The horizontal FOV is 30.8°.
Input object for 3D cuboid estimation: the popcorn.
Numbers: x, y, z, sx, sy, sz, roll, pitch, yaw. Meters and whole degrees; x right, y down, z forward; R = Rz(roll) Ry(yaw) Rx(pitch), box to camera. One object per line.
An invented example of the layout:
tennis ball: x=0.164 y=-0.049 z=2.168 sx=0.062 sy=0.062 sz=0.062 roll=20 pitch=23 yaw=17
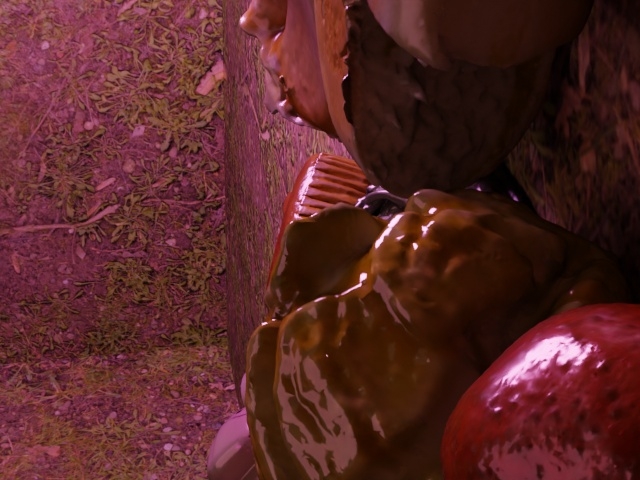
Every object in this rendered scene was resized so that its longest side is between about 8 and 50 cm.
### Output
popcorn: x=0.087 y=0.097 z=0.739 sx=0.225 sy=0.276 sz=0.276 roll=58 pitch=157 yaw=30

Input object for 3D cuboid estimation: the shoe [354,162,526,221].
shoe: x=0.071 y=-0.028 z=0.963 sx=0.293 sy=0.149 sz=0.109 roll=-116 pitch=22 yaw=-62

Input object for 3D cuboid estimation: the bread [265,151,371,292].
bread: x=0.000 y=-0.001 z=1.324 sx=0.199 sy=0.104 sz=0.199 roll=17 pitch=-90 yaw=-89

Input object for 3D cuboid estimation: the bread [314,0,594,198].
bread: x=0.086 y=-0.200 z=0.763 sx=0.333 sy=0.160 sz=0.333 roll=177 pitch=90 yaw=-79

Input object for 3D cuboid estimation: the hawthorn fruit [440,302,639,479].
hawthorn fruit: x=0.151 y=0.110 z=0.524 sx=0.189 sy=0.189 sz=0.189 roll=176 pitch=90 yaw=-80

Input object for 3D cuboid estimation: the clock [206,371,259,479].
clock: x=0.043 y=0.216 z=0.882 sx=0.114 sy=0.284 sz=0.309 roll=-54 pitch=18 yaw=30

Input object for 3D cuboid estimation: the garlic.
garlic: x=0.004 y=-0.254 z=1.058 sx=0.313 sy=0.249 sz=0.286 roll=95 pitch=-171 yaw=-57
